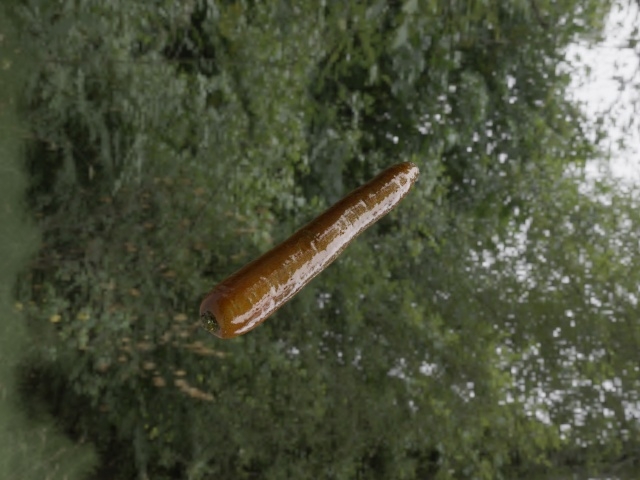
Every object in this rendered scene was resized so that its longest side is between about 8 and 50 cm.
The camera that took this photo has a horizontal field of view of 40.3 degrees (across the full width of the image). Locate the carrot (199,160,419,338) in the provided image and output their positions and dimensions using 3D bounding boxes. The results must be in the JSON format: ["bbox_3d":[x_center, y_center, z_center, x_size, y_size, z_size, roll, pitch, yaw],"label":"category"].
[{"bbox_3d":[0.000,0.000,0.689,0.043,0.248,0.043,33,-37,28],"label":"carrot"}]
